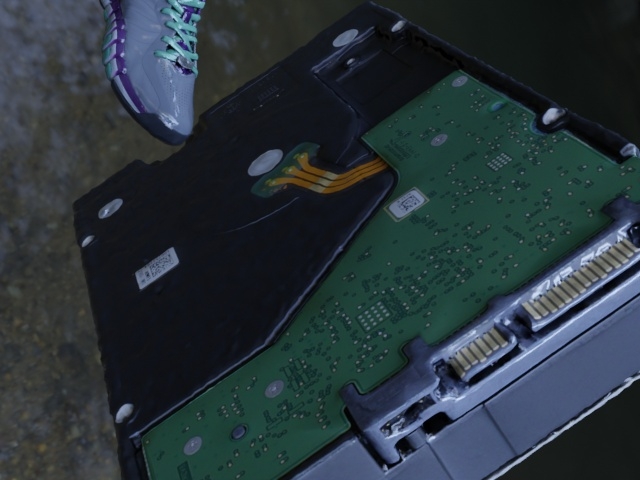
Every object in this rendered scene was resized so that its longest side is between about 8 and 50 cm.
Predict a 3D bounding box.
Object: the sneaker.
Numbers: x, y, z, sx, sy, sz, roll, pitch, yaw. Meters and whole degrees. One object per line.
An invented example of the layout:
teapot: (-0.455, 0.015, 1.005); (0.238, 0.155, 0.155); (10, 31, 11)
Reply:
sneaker: (-0.139, -0.189, 0.840); (0.083, 0.098, 0.224); (27, 35, -49)

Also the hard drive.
hard drive: (0.000, 0.000, 0.471); (0.064, 0.237, 0.339); (56, -2, -30)
